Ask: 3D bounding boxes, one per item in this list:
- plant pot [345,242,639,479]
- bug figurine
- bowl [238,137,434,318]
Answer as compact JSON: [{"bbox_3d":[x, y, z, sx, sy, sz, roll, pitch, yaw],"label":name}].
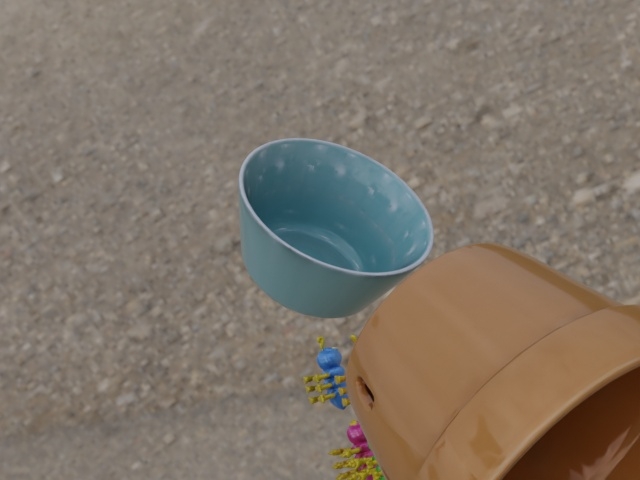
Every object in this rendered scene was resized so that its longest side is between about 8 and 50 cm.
[{"bbox_3d":[0.157,0.137,0.983,0.291,0.291,0.203,-35,53,-10],"label":"plant pot"},{"bbox_3d":[0.053,0.229,1.570,0.072,0.216,0.279,-14,-2,-15],"label":"bug figurine"},{"bbox_3d":[0.000,0.000,1.818,0.311,0.311,0.163,-72,7,-53],"label":"bowl"}]
